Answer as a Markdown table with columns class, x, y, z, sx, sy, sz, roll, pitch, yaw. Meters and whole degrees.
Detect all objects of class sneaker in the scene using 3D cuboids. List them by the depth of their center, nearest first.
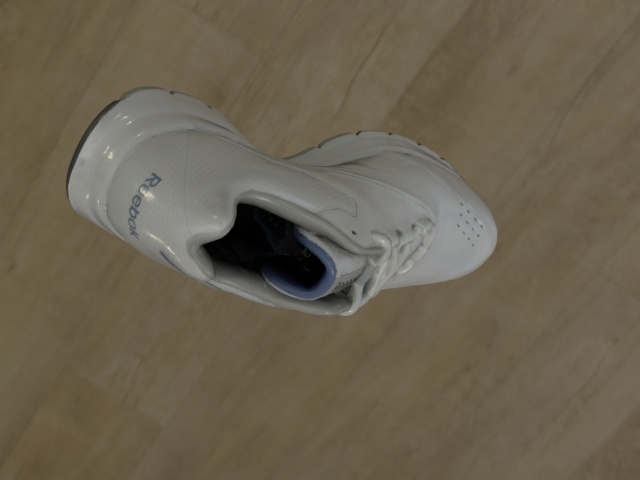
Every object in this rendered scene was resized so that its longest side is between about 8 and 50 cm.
| class | x | y | z | sx | sy | sz | roll | pitch | yaw |
| --- | --- | --- | --- | --- | --- | --- | --- | --- | --- |
| sneaker | 0.000 | 0.000 | 0.793 | 0.297 | 0.129 | 0.111 | 5 | 118 | -41 |
